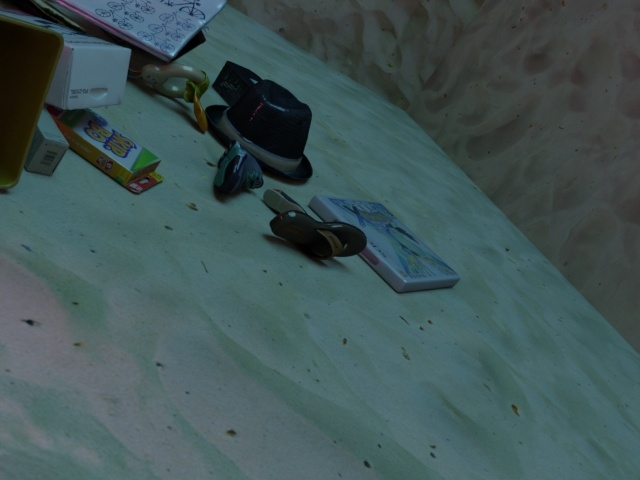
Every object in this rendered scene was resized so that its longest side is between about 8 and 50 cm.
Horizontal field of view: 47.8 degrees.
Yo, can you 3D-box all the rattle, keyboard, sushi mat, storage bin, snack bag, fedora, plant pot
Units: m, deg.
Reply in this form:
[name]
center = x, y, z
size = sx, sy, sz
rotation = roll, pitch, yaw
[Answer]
[rattle]
center = -0.352, -0.323, 1.608
size = 0.199, 0.143, 0.130
rotation = 7, -1, -28
[keyboard]
center = -0.665, -0.530, 1.570
size = 0.180, 0.023, 0.108
rotation = 36, 13, 3
[sushi mat]
center = -0.650, -0.550, 1.558
size = 0.316, 0.019, 0.151
rotation = 39, 7, 15
[storage bin]
center = -0.196, -0.398, 1.969
size = 0.122, 0.084, 0.180
rotation = 11, 30, -51
[snack bag]
center = -0.407, -0.564, 1.676
size = 0.323, 0.037, 0.343
rotation = 28, 44, 0
[fedora]
center = -0.113, -0.285, 1.740
size = 0.334, 0.152, 0.334
rotation = 32, 20, -13
[plant pot]
center = -0.479, -0.202, 0.868
size = 0.187, 0.212, 0.212
rotation = 31, 15, 26

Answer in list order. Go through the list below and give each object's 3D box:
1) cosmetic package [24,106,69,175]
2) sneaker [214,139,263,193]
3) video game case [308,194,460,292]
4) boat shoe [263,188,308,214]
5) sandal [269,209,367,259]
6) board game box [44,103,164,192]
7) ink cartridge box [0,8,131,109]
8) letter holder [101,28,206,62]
[cosmetic package]
center = -0.416, -0.153, 1.054
size = 0.041, 0.060, 0.115
rotation = 14, 30, -51
[sneaker]
center = -0.149, -0.133, 1.438
size = 0.098, 0.083, 0.224
rotation = 35, 18, -17
[video game case]
center = 0.159, 0.005, 1.705
size = 0.300, 0.036, 0.329
rotation = 45, 21, 24
[boat shoe]
center = -0.059, -0.059, 1.467
size = 0.137, 0.049, 0.043
rotation = 40, 17, 27
[sandal]
center = 0.000, 0.000, 1.376
size = 0.219, 0.090, 0.060
rotation = 20, 41, -42
[board game box]
center = -0.382, -0.175, 1.206
size = 0.259, 0.039, 0.124
rotation = 38, 19, -2
[ink cartridge box]
center = -0.452, -0.295, 1.159
size = 0.237, 0.100, 0.172
rotation = 21, 19, 11
[letter holder]
center = -0.481, -0.597, 1.886
size = 0.302, 0.214, 0.152
rotation = 50, -8, 28
